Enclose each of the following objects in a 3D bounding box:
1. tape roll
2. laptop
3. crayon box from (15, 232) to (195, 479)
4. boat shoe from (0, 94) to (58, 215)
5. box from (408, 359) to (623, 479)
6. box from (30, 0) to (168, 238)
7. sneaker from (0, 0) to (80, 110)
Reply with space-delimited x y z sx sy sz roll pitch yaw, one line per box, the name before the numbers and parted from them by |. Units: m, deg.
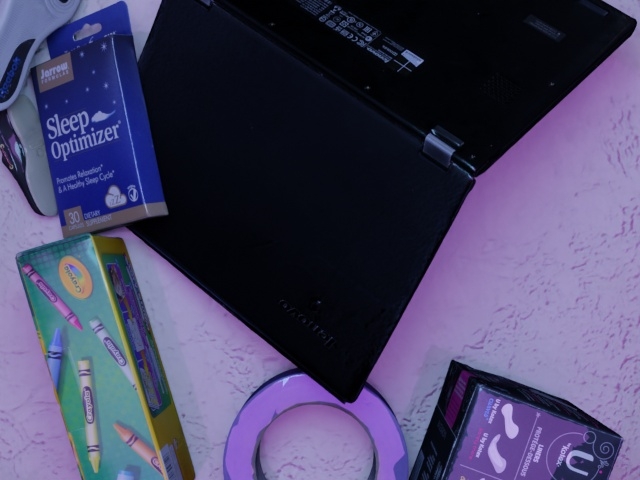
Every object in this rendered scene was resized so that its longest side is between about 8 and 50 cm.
tape roll | -0.004 0.227 1.202 0.189 0.080 0.188 0 90 0
laptop | 0.027 -0.131 1.175 0.382 0.236 0.408 37 61 22
crayon box | -0.210 0.135 1.163 0.081 0.165 0.278 -18 88 0
boat shoe | -0.313 -0.088 1.231 0.042 0.049 0.133 -13 99 33
box | 0.177 0.222 1.116 0.142 0.247 0.163 20 90 2
box | -0.235 -0.123 1.197 0.136 0.036 0.225 -12 87 39
sneaker | -0.341 -0.230 1.215 0.121 0.079 0.216 4 58 37
